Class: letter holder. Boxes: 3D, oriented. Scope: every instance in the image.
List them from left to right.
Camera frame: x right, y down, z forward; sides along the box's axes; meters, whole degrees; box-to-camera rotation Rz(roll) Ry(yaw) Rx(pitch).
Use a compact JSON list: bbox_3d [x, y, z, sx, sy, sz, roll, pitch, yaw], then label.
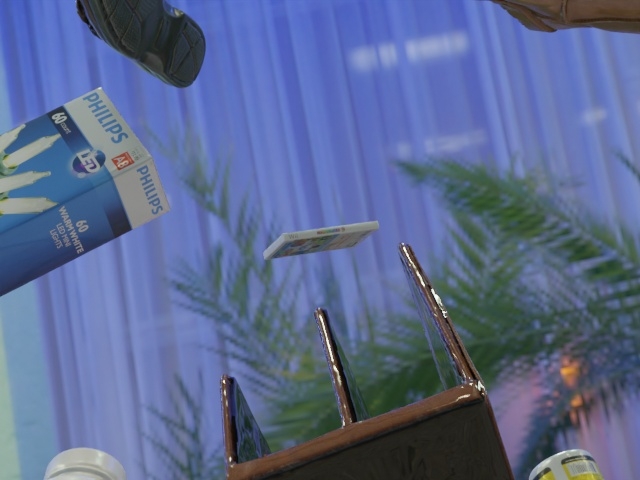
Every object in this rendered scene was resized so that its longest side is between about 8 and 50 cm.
[{"bbox_3d":[0.052,0.182,0.859,0.152,0.302,0.214,-20,28,2],"label":"letter holder"}]

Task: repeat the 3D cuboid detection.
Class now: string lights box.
[{"bbox_3d":[-0.290,-0.031,1.235,0.259,0.133,0.077,-29,-42,-13],"label":"string lights box"}]

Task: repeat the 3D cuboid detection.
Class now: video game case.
[{"bbox_3d":[0.000,0.000,1.570,0.122,0.011,0.087,-8,-13,-21],"label":"video game case"}]

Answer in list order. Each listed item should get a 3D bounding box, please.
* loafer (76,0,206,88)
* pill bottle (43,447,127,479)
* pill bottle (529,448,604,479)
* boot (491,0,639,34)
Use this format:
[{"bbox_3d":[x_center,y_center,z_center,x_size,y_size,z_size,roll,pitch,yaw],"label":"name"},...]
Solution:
[{"bbox_3d":[-0.198,-0.225,1.284,0.084,0.096,0.267,17,-12,20],"label":"loafer"},{"bbox_3d":[-0.199,0.248,1.035,0.094,0.094,0.169,-12,33,10],"label":"pill bottle"},{"bbox_3d":[0.238,0.252,1.170,0.065,0.116,0.065,-13,-38,-10],"label":"pill bottle"},{"bbox_3d":[0.273,-0.242,1.165,0.269,0.089,0.236,12,0,39],"label":"boot"}]
